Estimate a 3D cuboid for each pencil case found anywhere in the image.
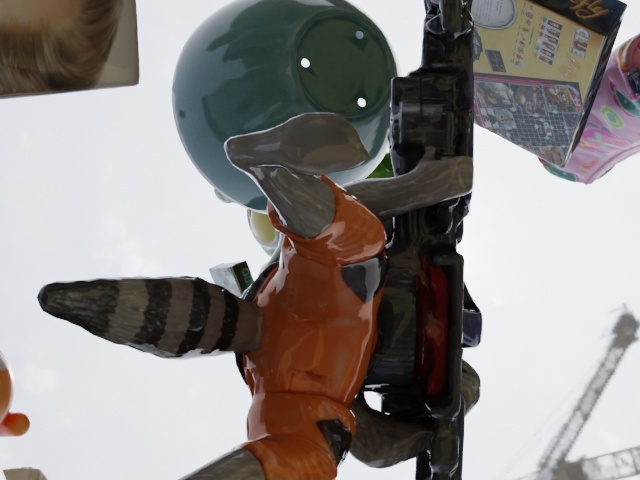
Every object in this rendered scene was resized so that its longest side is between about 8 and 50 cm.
[{"bbox_3d":[0.337,-0.145,1.173,0.124,0.284,0.124,2,-100,-11],"label":"pencil case"}]

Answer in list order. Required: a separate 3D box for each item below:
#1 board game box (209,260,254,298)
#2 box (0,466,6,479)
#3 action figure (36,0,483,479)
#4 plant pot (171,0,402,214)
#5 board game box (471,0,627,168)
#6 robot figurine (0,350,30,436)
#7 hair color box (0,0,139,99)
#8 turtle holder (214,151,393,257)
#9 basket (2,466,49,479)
[{"bbox_3d":[-0.108,0.091,1.463,0.026,0.186,0.126,-22,-86,-15],"label":"board game box"},{"bbox_3d":[-0.189,0.276,0.595,0.097,0.318,0.395,-24,-101,-10],"label":"box"},{"bbox_3d":[0.000,0.000,0.598,0.330,0.179,0.341,5,-93,-77],"label":"action figure"},{"bbox_3d":[-0.014,-0.187,1.284,0.290,0.195,0.290,4,-99,-24],"label":"plant pot"},{"bbox_3d":[0.191,-0.177,1.025,0.165,0.243,0.042,30,-109,15],"label":"board game box"},{"bbox_3d":[-0.409,0.162,1.180,0.128,0.219,0.158,-18,-83,-21],"label":"robot figurine"},{"bbox_3d":[-0.191,-0.243,0.508,0.174,0.105,0.347,-14,-69,-38],"label":"hair color box"},{"bbox_3d":[-0.014,-0.045,1.655,0.320,0.227,0.243,-23,-76,-47],"label":"turtle holder"},{"bbox_3d":[-0.380,0.421,1.002,0.328,0.331,0.266,0,-66,-37],"label":"basket"}]
